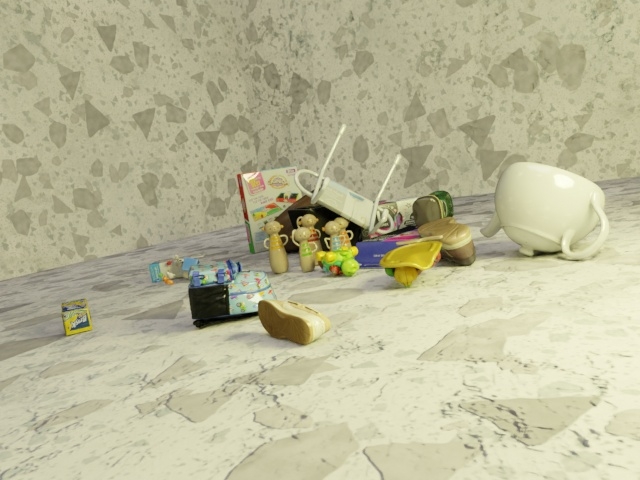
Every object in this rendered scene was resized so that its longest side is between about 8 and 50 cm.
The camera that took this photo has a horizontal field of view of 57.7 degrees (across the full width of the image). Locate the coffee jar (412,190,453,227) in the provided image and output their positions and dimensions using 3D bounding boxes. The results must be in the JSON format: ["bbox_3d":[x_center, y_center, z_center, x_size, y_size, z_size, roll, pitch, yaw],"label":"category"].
[{"bbox_3d":[0.326,-0.089,1.680,0.079,0.096,0.184,-9,5,27],"label":"coffee jar"}]

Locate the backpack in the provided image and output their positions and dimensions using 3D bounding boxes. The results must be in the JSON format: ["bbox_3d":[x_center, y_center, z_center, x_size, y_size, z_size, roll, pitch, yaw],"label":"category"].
[{"bbox_3d":[-0.179,0.101,1.199,0.173,0.117,0.158,-7,7,-6],"label":"backpack"}]

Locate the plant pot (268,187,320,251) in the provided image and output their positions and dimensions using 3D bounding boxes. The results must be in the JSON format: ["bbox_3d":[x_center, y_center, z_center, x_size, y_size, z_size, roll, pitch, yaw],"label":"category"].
[{"bbox_3d":[-0.067,-0.049,2.106,0.230,0.215,0.215,-24,3,12],"label":"plant pot"}]

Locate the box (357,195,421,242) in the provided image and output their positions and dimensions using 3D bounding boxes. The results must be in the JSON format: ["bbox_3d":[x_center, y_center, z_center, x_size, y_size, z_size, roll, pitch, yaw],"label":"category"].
[{"bbox_3d":[0.230,-0.067,1.961,0.247,0.142,0.163,-11,6,-12],"label":"box"}]

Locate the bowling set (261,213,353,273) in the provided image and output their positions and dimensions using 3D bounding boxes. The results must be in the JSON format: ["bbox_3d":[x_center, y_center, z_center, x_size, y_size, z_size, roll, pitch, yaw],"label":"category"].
[{"bbox_3d":[0.000,0.000,1.649,0.287,0.154,0.200,-13,7,-26],"label":"bowling set"}]

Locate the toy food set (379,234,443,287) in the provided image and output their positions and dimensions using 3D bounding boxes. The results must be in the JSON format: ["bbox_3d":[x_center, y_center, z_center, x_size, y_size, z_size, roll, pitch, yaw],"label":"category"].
[{"bbox_3d":[0.208,0.051,1.268,0.128,0.071,0.218,-11,10,22],"label":"toy food set"}]

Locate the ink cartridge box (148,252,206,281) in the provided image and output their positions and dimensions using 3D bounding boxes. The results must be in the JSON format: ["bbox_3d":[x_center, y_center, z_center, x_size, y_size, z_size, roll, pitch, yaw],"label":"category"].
[{"bbox_3d":[-0.473,0.089,1.957,0.181,0.061,0.104,-10,7,-3],"label":"ink cartridge box"}]

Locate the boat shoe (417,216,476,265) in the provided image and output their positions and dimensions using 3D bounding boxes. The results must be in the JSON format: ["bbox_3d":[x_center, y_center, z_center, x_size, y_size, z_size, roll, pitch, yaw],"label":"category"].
[{"bbox_3d":[0.316,0.003,1.450,0.103,0.092,0.285,-22,9,-2],"label":"boat shoe"}]

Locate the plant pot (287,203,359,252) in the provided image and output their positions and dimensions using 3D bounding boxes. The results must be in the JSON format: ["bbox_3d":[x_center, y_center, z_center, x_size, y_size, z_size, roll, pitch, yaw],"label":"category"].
[{"bbox_3d":[0.022,-0.036,1.883,0.187,0.167,0.188,-12,6,-22],"label":"plant pot"}]

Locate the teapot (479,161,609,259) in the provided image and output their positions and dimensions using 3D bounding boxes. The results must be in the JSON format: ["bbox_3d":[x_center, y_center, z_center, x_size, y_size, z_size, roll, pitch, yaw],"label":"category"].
[{"bbox_3d":[0.505,-0.053,1.319,0.252,0.187,0.256,21,-2,17],"label":"teapot"}]

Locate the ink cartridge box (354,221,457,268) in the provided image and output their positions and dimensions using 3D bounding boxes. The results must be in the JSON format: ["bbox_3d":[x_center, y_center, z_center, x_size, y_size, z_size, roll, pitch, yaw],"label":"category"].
[{"bbox_3d":[0.232,0.012,1.644,0.176,0.069,0.371,-3,11,40],"label":"ink cartridge box"}]

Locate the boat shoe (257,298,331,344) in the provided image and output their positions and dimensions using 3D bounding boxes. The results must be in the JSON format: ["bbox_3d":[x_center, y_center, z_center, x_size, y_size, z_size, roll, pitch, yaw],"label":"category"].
[{"bbox_3d":[-0.046,0.133,0.982,0.059,0.063,0.170,-11,15,-35],"label":"boat shoe"}]

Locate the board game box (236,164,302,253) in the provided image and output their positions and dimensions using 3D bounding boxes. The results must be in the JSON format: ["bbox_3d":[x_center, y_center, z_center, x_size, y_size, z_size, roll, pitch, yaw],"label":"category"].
[{"bbox_3d":[-0.186,-0.126,2.314,0.242,0.316,0.064,-11,7,-21],"label":"board game box"}]

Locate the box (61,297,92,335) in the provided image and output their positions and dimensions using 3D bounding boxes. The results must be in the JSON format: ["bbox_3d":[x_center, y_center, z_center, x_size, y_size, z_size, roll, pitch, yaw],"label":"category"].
[{"bbox_3d":[-0.573,0.177,1.364,0.059,0.054,0.169,-12,6,-23],"label":"box"}]

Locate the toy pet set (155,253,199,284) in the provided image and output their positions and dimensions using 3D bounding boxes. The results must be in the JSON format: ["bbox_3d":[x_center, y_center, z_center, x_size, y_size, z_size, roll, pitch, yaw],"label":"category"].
[{"bbox_3d":[-0.447,0.082,1.832,0.114,0.065,0.122,10,29,-1],"label":"toy pet set"}]

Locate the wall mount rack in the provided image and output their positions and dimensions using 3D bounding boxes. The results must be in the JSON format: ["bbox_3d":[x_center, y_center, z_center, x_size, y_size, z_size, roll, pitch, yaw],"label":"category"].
[{"bbox_3d":[0.108,-0.180,1.765,0.130,0.350,0.304,-52,16,43],"label":"wall mount rack"}]

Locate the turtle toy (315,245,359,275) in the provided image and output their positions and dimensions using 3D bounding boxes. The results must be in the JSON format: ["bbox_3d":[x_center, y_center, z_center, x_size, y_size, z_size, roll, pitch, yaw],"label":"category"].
[{"bbox_3d":[0.051,0.055,1.482,0.095,0.066,0.130,-12,8,-26],"label":"turtle toy"}]
